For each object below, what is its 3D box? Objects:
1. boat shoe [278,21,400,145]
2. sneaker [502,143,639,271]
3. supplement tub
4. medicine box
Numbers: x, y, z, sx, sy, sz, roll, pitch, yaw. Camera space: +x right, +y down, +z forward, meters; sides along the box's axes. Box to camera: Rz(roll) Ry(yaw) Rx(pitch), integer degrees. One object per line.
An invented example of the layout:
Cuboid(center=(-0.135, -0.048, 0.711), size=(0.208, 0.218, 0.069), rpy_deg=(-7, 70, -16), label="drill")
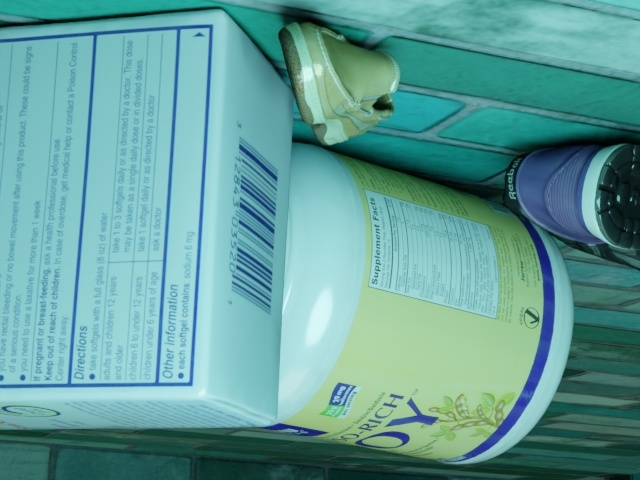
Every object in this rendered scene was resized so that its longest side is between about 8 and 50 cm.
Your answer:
Cuboid(center=(0.019, -0.114, 1.092), size=(0.072, 0.068, 0.190), rpy_deg=(-12, 174, 7), label="boat shoe")
Cuboid(center=(0.265, -0.027, 1.366), size=(0.124, 0.107, 0.283), rpy_deg=(9, 170, 42), label="sneaker")
Cuboid(center=(0.023, 0.053, 1.352), size=(0.331, 0.241, 0.241), rpy_deg=(15, 161, -32), label="supplement tub")
Cuboid(center=(-0.181, -0.006, 1.116), size=(0.289, 0.263, 0.149), rpy_deg=(-2, 165, 17), label="medicine box")
